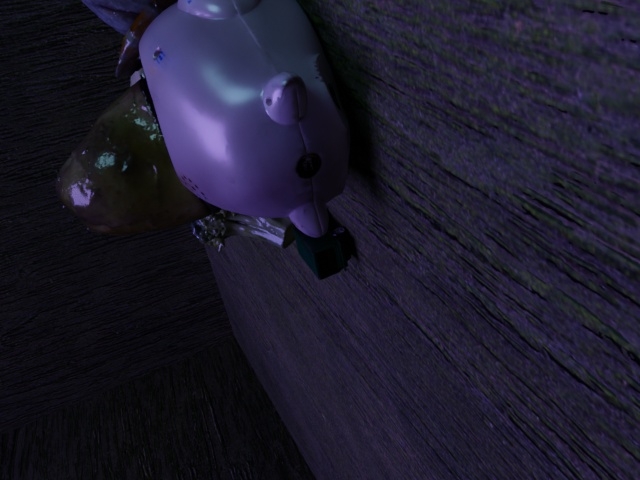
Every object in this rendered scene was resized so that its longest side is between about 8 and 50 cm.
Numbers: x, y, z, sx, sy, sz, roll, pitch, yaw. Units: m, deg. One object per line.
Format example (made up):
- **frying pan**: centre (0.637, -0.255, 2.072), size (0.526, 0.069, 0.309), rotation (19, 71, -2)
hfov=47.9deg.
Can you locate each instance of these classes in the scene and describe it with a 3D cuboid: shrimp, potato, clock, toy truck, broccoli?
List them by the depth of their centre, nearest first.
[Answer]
- **clock**: centre (-0.115, -0.190, 1.069), size (0.376, 0.251, 0.368), rotation (-127, 20, -46)
- **shrimp**: centre (-0.296, -0.331, 1.236), size (0.062, 0.164, 0.317), rotation (43, 166, -8)
- **toy truck**: centre (0.000, 0.000, 1.279), size (0.147, 0.079, 0.065), rotation (-128, 21, -54)
- **potato**: centre (-0.348, -0.127, 1.319), size (0.300, 0.237, 0.289), rotation (64, -173, 8)
- **broccoli**: centre (-0.137, -0.081, 1.531), size (0.243, 0.263, 0.247), rotation (35, -173, 22)

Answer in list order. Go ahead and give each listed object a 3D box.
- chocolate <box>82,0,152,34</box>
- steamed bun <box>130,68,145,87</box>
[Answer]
- **chocolate**: centre (-0.314, -0.485, 1.357), size (0.213, 0.303, 0.303), rotation (56, 171, -22)
- **steamed bun**: centre (-0.334, -0.358, 1.686), size (0.200, 0.226, 0.170), rotation (86, 158, -45)
